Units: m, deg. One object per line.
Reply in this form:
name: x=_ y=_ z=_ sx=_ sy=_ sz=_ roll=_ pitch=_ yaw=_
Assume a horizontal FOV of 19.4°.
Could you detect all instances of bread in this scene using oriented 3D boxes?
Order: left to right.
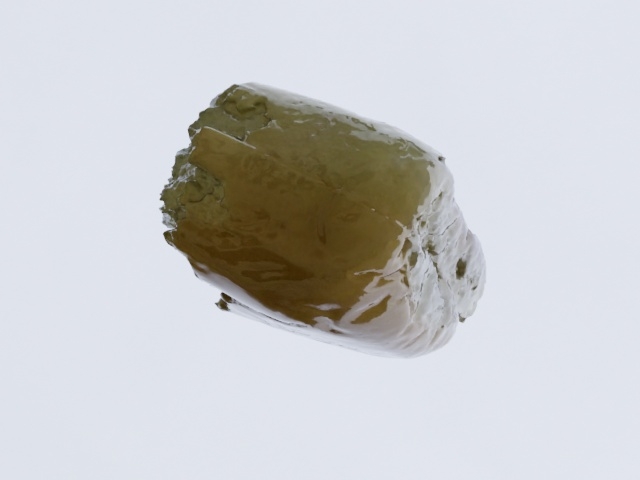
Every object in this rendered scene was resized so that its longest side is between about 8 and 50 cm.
bread: x=0.001 y=0.000 z=0.707 sx=0.106 sy=0.125 sz=0.082 roll=27 pitch=-103 yaw=22
